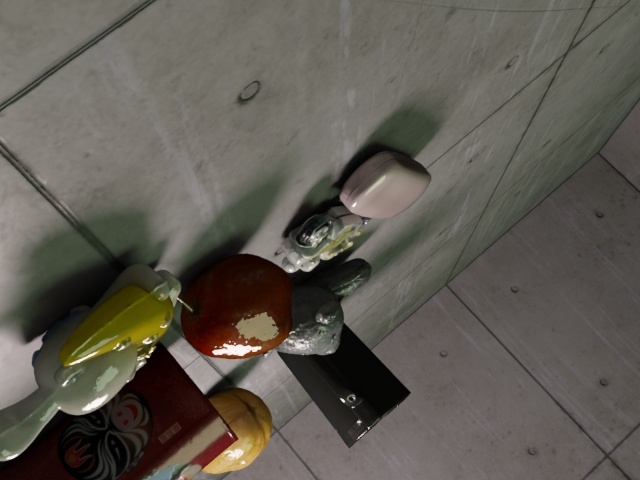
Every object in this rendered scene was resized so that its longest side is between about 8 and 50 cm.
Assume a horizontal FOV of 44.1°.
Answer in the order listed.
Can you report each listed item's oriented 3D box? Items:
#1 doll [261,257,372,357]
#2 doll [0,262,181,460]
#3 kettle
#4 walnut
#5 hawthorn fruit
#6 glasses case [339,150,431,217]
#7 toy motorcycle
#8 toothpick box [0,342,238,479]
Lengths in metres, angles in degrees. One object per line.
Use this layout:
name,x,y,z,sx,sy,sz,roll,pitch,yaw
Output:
doll,0.013,0.145,1.626,0.246,0.158,0.340,-36,173,27
doll,-0.268,0.130,0.939,0.252,0.111,0.237,-45,-179,7
kettle,0.033,0.337,1.939,0.203,0.308,0.262,-50,165,31
walnut,-0.217,0.454,1.873,0.225,0.193,0.193,-49,164,27
hawthorn fruit,-0.140,0.101,1.136,0.204,0.162,0.162,-7,145,-40
glasses case,0.117,-0.094,1.365,0.113,0.075,0.297,-45,165,15
toy motorcycle,0.000,0.000,1.338,0.151,0.074,0.229,-44,168,19
toothpick box,-0.318,0.342,1.232,0.333,0.204,0.204,-39,166,-12
